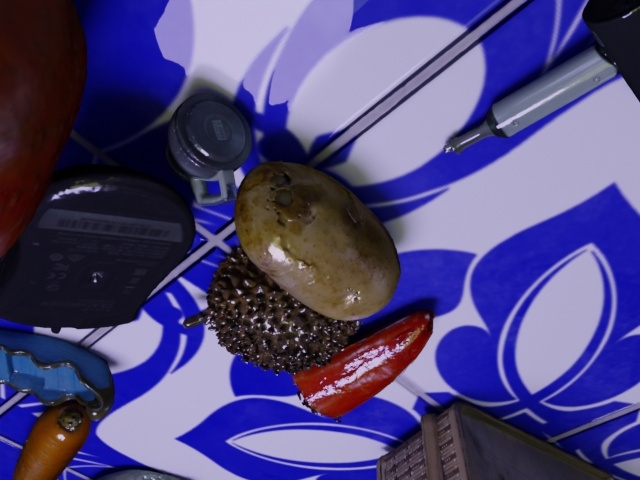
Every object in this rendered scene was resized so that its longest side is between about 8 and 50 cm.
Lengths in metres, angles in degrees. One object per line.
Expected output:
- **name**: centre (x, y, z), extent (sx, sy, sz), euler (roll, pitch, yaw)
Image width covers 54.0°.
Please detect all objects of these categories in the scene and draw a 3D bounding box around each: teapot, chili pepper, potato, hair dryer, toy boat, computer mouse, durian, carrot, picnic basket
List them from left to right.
- **toy boat**: centre (-0.320, 0.155, 0.703), extent (0.185, 0.077, 0.075), euler (12, 129, -6)
- **carrot**: centre (-0.353, 0.275, 0.816), extent (0.067, 0.067, 0.225), euler (26, 128, -17)
- **computer mouse**: centre (-0.206, 0.002, 0.560), extent (0.147, 0.088, 0.264), euler (12, 138, -35)
- **teapot**: centre (-0.091, -0.067, 0.502), extent (0.066, 0.088, 0.057), euler (-11, 170, -39)
- **durian**: centre (-0.048, 0.081, 0.612), extent (0.188, 0.091, 0.148), euler (-5, 130, 10)
- **potato**: centre (0.000, 0.000, 0.532), extent (0.170, 0.107, 0.080), euler (46, 155, -26)
- **chili pepper**: centre (0.055, 0.121, 0.664), extent (0.169, 0.065, 0.088), euler (-38, 134, 25)
- **picnic basket**: centre (0.220, 0.365, 0.749), extent (0.312, 0.228, 0.175), euler (29, 124, -21)
- **hair dryer**: centre (0.179, -0.109, 0.470), extent (0.197, 0.057, 0.100), euler (-27, 124, 34)

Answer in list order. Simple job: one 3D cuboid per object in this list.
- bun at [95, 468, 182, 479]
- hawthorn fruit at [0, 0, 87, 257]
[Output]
- **bun**: centre (-0.262, 0.432, 0.914), extent (0.221, 0.108, 0.221), euler (2, 131, 2)
- **hawthorn fruit**: centre (-0.285, -0.075, 0.331), extent (0.284, 0.369, 0.285), euler (0, 149, 0)
